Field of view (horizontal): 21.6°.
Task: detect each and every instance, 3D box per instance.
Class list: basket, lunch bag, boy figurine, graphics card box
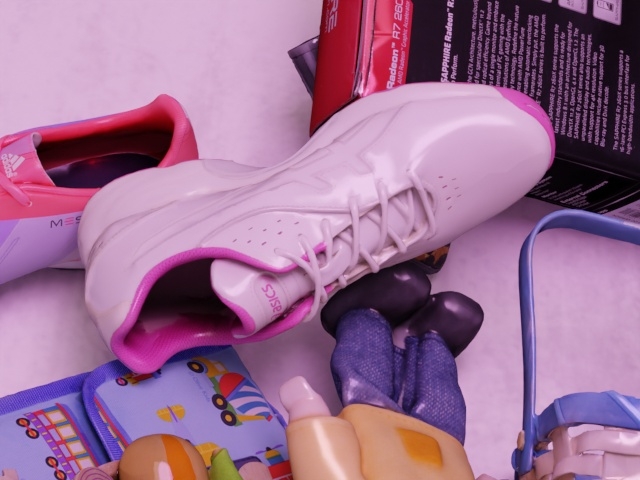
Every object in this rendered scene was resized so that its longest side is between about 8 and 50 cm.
[{"bbox_3d":[0.243,0.131,1.020,0.255,0.201,0.289,7,65,-5],"label":"basket"},{"bbox_3d":[-0.100,0.189,0.978,0.293,0.138,0.221,-19,63,-38],"label":"lunch bag"},{"bbox_3d":[0.048,0.140,0.997,0.177,0.092,0.285,33,33,-25],"label":"boy figurine"},{"bbox_3d":[0.179,-0.144,1.172,0.371,0.094,0.232,13,69,-22],"label":"graphics card box"}]

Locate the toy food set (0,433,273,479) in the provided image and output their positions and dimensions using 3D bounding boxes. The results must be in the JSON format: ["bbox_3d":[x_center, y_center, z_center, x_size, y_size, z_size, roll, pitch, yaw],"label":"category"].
[{"bbox_3d":[-0.082,0.162,0.899,0.192,0.038,0.132,4,50,-38],"label":"toy food set"}]

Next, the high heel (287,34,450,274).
[{"bbox_3d":[0.101,-0.096,1.233,0.261,0.093,0.186,-30,97,-39],"label":"high heel"}]

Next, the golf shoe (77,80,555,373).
[{"bbox_3d":[0.000,0.000,1.011,0.306,0.115,0.140,-19,35,9],"label":"golf shoe"}]

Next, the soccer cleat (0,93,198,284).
[{"bbox_3d":[-0.226,-0.015,1.079,0.318,0.116,0.108,-18,61,-22],"label":"soccer cleat"}]

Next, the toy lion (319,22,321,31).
[{"bbox_3d":[0.063,-0.172,1.301,0.096,0.034,0.100,36,57,5],"label":"toy lion"}]
